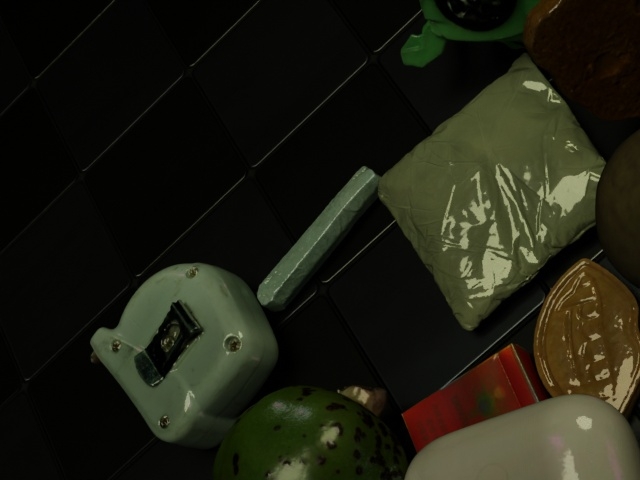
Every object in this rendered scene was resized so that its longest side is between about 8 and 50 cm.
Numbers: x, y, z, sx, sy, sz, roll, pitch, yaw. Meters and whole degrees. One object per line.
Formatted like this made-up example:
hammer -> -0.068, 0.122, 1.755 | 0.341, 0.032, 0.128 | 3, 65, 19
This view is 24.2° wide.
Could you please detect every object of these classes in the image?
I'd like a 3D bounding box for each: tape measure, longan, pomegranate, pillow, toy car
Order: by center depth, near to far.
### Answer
longan -> 0.428, -0.050, 1.681 | 0.248, 0.248, 0.248 | -15, 62, 30
pomegranate -> -0.005, 0.285, 1.839 | 0.254, 0.254, 0.270 | 7, 55, 38
pillow -> 0.226, -0.068, 1.924 | 0.281, 0.076, 0.274 | -41, 53, 15
toy car -> 0.278, -0.333, 1.938 | 0.359, 0.176, 0.213 | 2, 40, 21
tape measure -> -0.192, 0.152, 2.087 | 0.246, 0.125, 0.243 | -55, 52, 14

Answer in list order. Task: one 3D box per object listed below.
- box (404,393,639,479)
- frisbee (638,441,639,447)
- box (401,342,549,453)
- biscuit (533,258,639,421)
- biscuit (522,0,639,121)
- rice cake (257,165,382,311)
box -> 0.234, 0.354, 1.623 | 0.289, 0.141, 0.349 | -23, 60, 26
frisbee -> 0.334, 0.368, 1.668 | 0.289, 0.049, 0.289 | -15, 64, 33
box -> 0.196, 0.219, 1.835 | 0.175, 0.048, 0.112 | -35, 52, 19
biscuit -> 0.324, 0.125, 1.798 | 0.142, 0.029, 0.220 | -17, 61, 29
biscuit -> 0.384, -0.265, 1.780 | 0.257, 0.273, 0.049 | -55, 30, 15
rice cake -> 0.000, 0.000, 2.075 | 0.245, 0.045, 0.042 | -50, 49, 8
